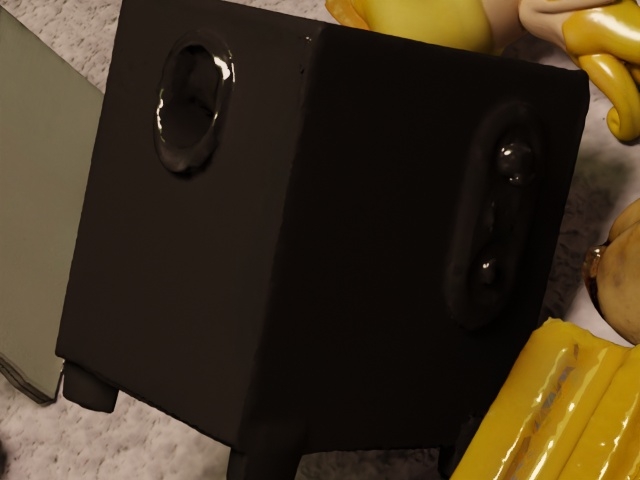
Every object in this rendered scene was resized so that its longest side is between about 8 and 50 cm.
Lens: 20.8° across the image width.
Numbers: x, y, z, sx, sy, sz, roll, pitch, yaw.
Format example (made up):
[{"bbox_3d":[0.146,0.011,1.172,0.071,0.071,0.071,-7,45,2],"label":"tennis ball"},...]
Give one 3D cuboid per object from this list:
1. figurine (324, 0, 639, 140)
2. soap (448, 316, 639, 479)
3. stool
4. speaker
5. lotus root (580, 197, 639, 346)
[{"bbox_3d":[0.116,-0.157,1.136,0.246,0.156,0.131,25,76,30],"label":"figurine"},{"bbox_3d":[0.135,0.210,0.892,0.204,0.096,0.324,19,73,43],"label":"soap"},{"bbox_3d":[-0.317,-0.015,1.341,0.243,0.170,0.270,-12,54,32],"label":"stool"},{"bbox_3d":[0.000,0.000,0.999,0.184,0.232,0.254,20,101,45],"label":"speaker"},{"bbox_3d":[0.246,0.007,0.933,0.221,0.118,0.125,-13,42,32],"label":"lotus root"}]
